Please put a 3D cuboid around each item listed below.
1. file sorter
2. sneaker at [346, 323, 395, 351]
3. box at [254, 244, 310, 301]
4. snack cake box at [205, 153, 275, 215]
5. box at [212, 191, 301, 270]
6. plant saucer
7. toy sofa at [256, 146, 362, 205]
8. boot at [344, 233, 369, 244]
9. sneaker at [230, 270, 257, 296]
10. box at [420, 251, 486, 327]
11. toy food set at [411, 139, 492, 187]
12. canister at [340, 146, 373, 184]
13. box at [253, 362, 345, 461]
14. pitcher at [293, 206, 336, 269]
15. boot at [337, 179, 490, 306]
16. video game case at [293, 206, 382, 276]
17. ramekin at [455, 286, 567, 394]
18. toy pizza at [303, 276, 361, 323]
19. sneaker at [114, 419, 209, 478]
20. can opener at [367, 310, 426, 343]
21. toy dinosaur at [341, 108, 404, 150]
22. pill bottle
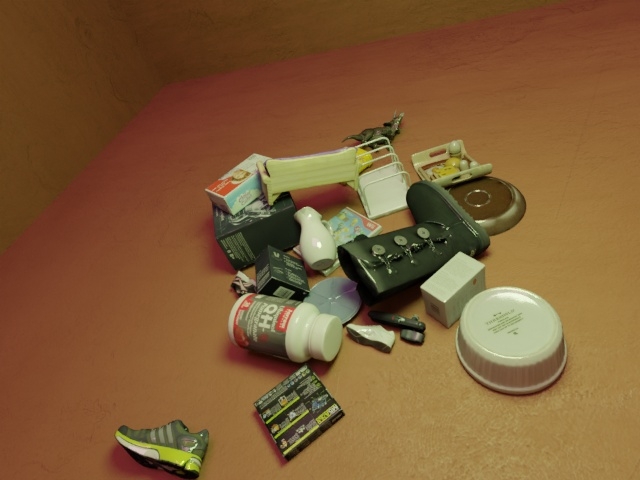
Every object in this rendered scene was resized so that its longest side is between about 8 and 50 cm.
[{"bbox_3d":[0.234,-0.251,1.645,0.193,0.173,0.277,-19,43,5],"label":"file sorter"},{"bbox_3d":[0.149,0.278,1.235,0.152,0.053,0.061,16,45,28],"label":"sneaker"},{"bbox_3d":[-0.132,0.121,1.416,0.093,0.156,0.158,-47,34,26],"label":"box"},{"bbox_3d":[-0.295,-0.223,1.626,0.264,0.089,0.152,-42,43,-23],"label":"snack cake box"},{"bbox_3d":[-0.251,-0.098,1.672,0.313,0.178,0.343,-23,38,-2],"label":"box"},{"bbox_3d":[0.561,-0.137,1.483,0.311,0.050,0.310,-11,44,11],"label":"plant saucer"},{"bbox_3d":[-0.043,-0.264,1.528,0.363,0.177,0.150,-12,37,-12],"label":"toy sofa"},{"bbox_3d":[0.148,0.089,1.387,0.207,0.094,0.246,23,52,34],"label":"boot"},{"bbox_3d":[-0.260,0.179,1.503,0.178,0.072,0.077,22,70,47],"label":"sneaker"},{"bbox_3d":[0.387,0.142,1.208,0.171,0.130,0.091,-37,43,-17],"label":"box"},{"bbox_3d":[0.494,-0.303,1.610,0.220,0.092,0.306,-16,28,6],"label":"toy food set"},{"bbox_3d":[0.129,-0.329,1.843,0.170,0.073,0.126,-40,45,-16],"label":"canister"},{"bbox_3d":[-0.061,0.459,1.138,0.191,0.045,0.184,-35,46,-15],"label":"box"},{"bbox_3d":[0.000,0.000,1.491,0.126,0.178,0.207,-36,55,32],"label":"pitcher"},{"bbox_3d":[0.248,-0.014,1.331,0.446,0.146,0.367,-23,46,-19],"label":"boot"},{"bbox_3d":[0.063,-0.003,1.573,0.285,0.025,0.204,-38,44,-17],"label":"video game case"},{"bbox_3d":[0.483,0.240,1.069,0.273,0.127,0.272,-12,44,12],"label":"ramekin"},{"bbox_3d":[0.040,0.203,1.365,0.202,0.032,0.201,-13,42,12],"label":"toy pizza"},{"bbox_3d":[-0.437,0.562,1.162,0.300,0.111,0.121,6,39,21],"label":"sneaker"},{"bbox_3d":[0.223,0.240,1.229,0.186,0.059,0.073,15,55,34],"label":"can opener"},{"bbox_3d":[0.258,-0.483,1.939,0.314,0.120,0.160,-19,30,10],"label":"toy dinosaur"},{"bbox_3d":[-0.103,0.265,1.254,0.319,0.176,0.176,5,49,28],"label":"pill bottle"}]
